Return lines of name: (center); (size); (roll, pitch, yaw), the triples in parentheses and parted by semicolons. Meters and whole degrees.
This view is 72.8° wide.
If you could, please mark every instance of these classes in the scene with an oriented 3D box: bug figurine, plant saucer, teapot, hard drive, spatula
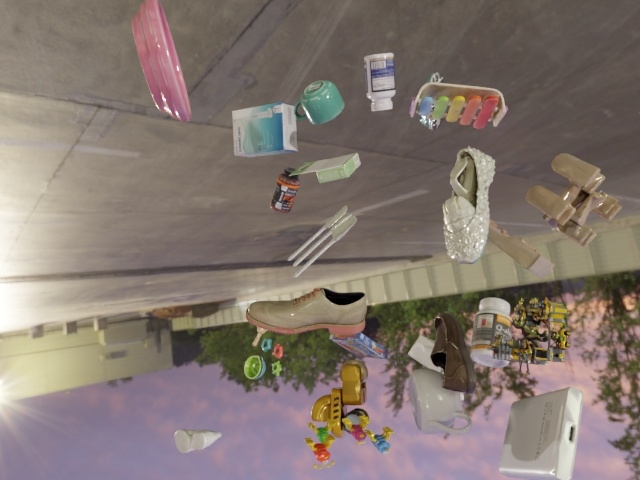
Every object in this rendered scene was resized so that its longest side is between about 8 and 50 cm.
bug figurine: (0.080, 0.626, 1.363); (0.279, 0.072, 0.216); (-1, 180, -14)
plant saucer: (-0.447, -0.498, 1.224); (0.084, 0.332, 0.332); (-14, 172, -9)
teapot: (0.448, 0.602, 1.638); (0.187, 0.256, 0.252); (-6, 153, 1)
hard drive: (0.626, 0.563, 1.253); (0.047, 0.233, 0.353); (22, 155, 8)
spatula: (0.000, 0.000, 1.247); (0.242, 0.019, 0.168); (-42, -156, 6)

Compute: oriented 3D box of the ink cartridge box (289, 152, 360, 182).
ink cartridge box: (0.019, -0.273, 1.675); (0.235, 0.056, 0.171); (-8, -158, 26)

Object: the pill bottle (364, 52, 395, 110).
pill bottle: (0.193, -0.510, 1.403); (0.094, 0.169, 0.094); (-6, -160, 2)

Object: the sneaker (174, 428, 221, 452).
sneaker: (-0.451, 0.730, 1.599); (0.212, 0.080, 0.094); (-17, 166, 37)

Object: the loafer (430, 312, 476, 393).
loafer: (0.478, 0.411, 1.643); (0.130, 0.134, 0.366); (-3, -150, 2)

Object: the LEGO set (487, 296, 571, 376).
LEGO set: (0.696, 0.319, 1.505); (0.192, 0.255, 0.331); (6, 174, 8)

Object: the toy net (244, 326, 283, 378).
toy net: (-0.173, 0.300, 1.325); (0.122, 0.232, 0.045); (-22, 148, 32)

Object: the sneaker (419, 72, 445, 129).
sneaker: (0.475, -0.604, 1.898); (0.107, 0.110, 0.275); (-40, 148, -20)

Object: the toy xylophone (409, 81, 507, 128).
toy xylophone: (0.480, -0.463, 1.529); (0.323, 0.081, 0.236); (7, 168, 15)

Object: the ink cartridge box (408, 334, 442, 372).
ink cartridge box: (0.594, 0.591, 2.172); (0.207, 0.119, 0.353); (31, 179, 32)

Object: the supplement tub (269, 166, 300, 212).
supplement tub: (-0.156, -0.230, 1.970); (0.106, 0.198, 0.106); (16, -154, -8)

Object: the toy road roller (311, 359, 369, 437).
toy road roller: (0.088, 0.704, 1.942); (0.241, 0.329, 0.202); (-2, 163, 12)

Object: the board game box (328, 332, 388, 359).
board game box: (0.143, 0.387, 1.608); (0.136, 0.035, 0.201); (-6, 146, 40)

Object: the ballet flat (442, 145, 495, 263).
ballet flat: (0.429, -0.121, 1.312); (0.147, 0.409, 0.147); (14, 149, 9)

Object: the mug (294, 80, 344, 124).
mug: (-0.011, -0.452, 1.420); (0.158, 0.129, 0.097); (-35, 130, -2)

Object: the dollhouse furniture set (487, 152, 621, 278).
dollhouse furniture set: (0.831, -0.099, 1.612); (0.362, 0.256, 0.394); (21, 110, -43)

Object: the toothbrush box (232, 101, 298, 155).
toothbrush box: (-0.266, -0.518, 2.064); (0.295, 0.216, 0.126); (-1, -175, 28)

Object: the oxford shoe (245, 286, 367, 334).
oxford shoe: (-0.037, 0.183, 1.238); (0.348, 0.130, 0.123); (2, -153, -11)

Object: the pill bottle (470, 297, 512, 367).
pill bottle: (0.764, 0.406, 1.934); (0.162, 0.278, 0.162); (15, 150, 9)
